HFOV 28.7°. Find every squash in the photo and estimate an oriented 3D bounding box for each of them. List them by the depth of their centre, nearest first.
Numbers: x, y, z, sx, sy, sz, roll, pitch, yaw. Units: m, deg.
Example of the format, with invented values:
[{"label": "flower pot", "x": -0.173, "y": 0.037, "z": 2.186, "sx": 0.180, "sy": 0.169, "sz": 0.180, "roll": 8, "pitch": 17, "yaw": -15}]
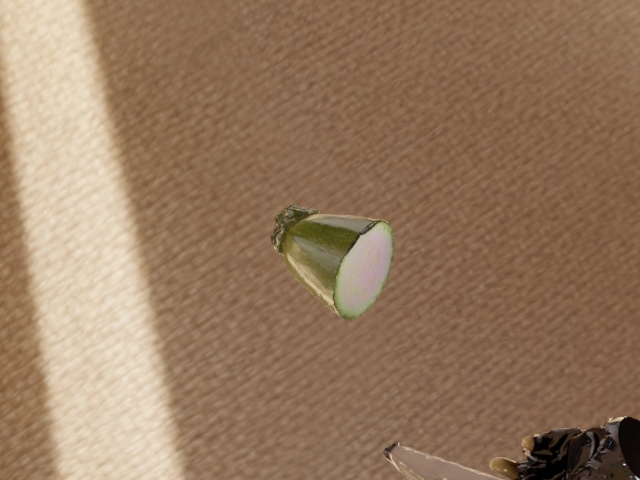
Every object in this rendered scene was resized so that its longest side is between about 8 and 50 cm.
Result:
[{"label": "squash", "x": -0.007, "y": 0.006, "z": 1.228, "sx": 0.132, "sy": 0.105, "sz": 0.105, "roll": 25, "pitch": 61, "yaw": 28}]

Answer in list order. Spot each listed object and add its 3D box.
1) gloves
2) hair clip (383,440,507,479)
[{"label": "gloves", "x": 0.271, "y": 0.282, "z": 1.430, "sx": 0.124, "sy": 0.203, "sz": 0.164, "roll": 51, "pitch": 30, "yaw": -11}, {"label": "hair clip", "x": 0.147, "y": 0.277, "z": 1.215, "sx": 0.101, "sy": 0.331, "sz": 0.085, "roll": -37, "pitch": 107, "yaw": -25}]
